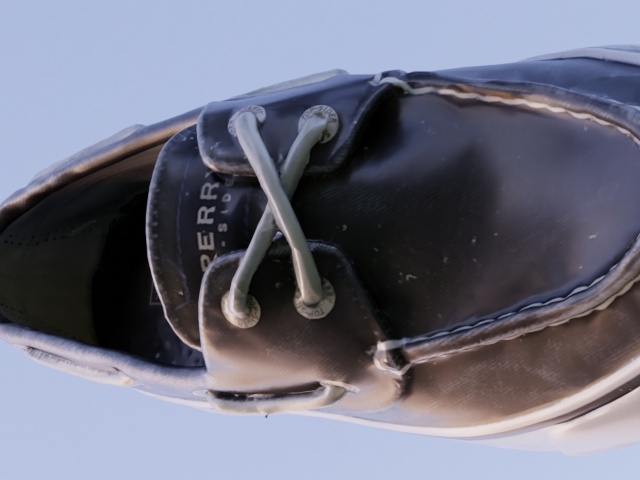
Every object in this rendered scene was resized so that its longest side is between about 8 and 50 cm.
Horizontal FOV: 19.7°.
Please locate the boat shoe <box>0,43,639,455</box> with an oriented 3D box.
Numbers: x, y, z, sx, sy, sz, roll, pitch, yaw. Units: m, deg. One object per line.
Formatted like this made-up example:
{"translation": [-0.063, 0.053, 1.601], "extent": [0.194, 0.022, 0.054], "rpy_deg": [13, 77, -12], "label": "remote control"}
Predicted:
{"translation": [0.000, 0.000, 0.520], "extent": [0.102, 0.301, 0.108], "rpy_deg": [12, -100, -38], "label": "boat shoe"}
